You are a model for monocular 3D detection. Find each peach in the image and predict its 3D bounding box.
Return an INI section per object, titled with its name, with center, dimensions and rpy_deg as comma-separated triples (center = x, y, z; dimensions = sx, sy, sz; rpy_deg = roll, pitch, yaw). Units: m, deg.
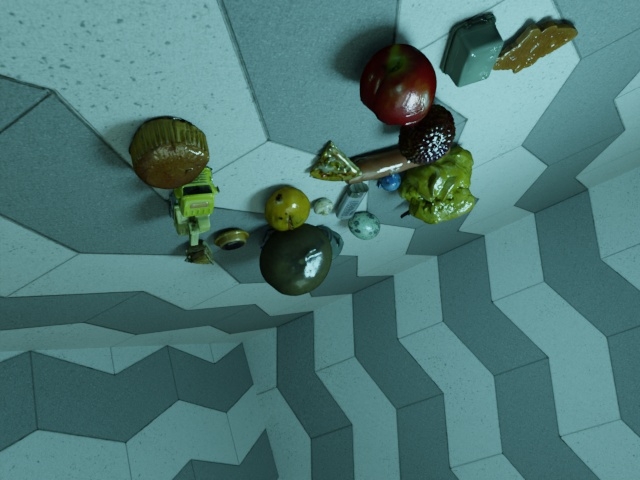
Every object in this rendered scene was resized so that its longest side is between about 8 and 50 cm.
[peach]
center = 0.200, -0.383, 1.065
dimensions = 0.190, 0.196, 0.226
rpy_deg = 9, 165, 18

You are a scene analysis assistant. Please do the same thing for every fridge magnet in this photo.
[fridge magnet]
center = -0.362, -0.002, 1.689
dimensions = 0.143, 0.063, 0.143
rpy_deg = -17, 163, -5

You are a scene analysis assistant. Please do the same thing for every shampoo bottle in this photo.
[shampoo bottle]
center = 0.130, -0.164, 1.753
dimensions = 0.086, 0.056, 0.227
rpy_deg = -11, 158, -18

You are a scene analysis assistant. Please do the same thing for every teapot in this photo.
[teapot]
center = 0.000, 0.000, 1.947
dimensions = 0.239, 0.162, 0.149
rpy_deg = 4, 160, 23

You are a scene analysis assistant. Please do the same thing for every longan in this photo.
[longan]
center = -0.102, 0.078, 1.759
dimensions = 0.319, 0.319, 0.319
rpy_deg = -18, 160, -7

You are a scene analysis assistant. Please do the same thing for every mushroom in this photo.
[mushroom]
center = 0.012, -0.135, 1.700
dimensions = 0.083, 0.067, 0.083
rpy_deg = -13, 164, -4

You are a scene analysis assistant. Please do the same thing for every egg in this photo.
[egg]
center = 0.206, -0.070, 1.965
dimensions = 0.172, 0.132, 0.132
rpy_deg = 9, 147, -33

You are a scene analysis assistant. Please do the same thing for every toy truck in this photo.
[toy truck]
center = -0.392, -0.097, 1.273
dimensions = 0.124, 0.157, 0.272
rpy_deg = -10, 158, -26

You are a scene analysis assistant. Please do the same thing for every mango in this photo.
[mango]
center = -0.122, -0.104, 1.571
dimensions = 0.177, 0.120, 0.295
rpy_deg = -19, 160, -5

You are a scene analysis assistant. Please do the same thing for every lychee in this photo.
[lychee]
center = 0.345, -0.340, 1.316
dimensions = 0.188, 0.188, 0.188
rpy_deg = -18, 160, -7

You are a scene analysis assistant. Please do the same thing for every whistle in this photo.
[whistle]
center = 0.280, -0.234, 1.677
dimensions = 0.090, 0.090, 0.158
rpy_deg = -18, 160, -7

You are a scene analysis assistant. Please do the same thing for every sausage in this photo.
[sausage]
center = 0.277, -0.293, 1.504
dimensions = 0.419, 0.094, 0.094
rpy_deg = -16, 121, -8

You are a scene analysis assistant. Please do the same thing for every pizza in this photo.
[pizza]
center = 0.056, -0.259, 1.390
dimensions = 0.184, 0.036, 0.176
rpy_deg = 6, 148, 1

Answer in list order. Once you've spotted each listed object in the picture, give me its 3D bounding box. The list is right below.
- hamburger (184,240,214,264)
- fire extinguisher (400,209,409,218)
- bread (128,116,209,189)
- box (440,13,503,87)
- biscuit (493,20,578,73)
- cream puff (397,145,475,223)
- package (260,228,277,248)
[hamburger]
center = -0.499, 0.051, 1.679
dimensions = 0.102, 0.087, 0.176
rpy_deg = -6, 167, -4
[fire extinguisher]
center = 0.560, -0.182, 2.050
dimensions = 0.341, 0.105, 0.141
rpy_deg = -18, 159, -15
[bread]
center = -0.383, -0.214, 1.057
dimensions = 0.199, 0.104, 0.199
rpy_deg = -16, 159, -6
[box]
center = 0.408, -0.496, 1.103
dimensions = 0.124, 0.093, 0.172
rpy_deg = -19, 160, -2
[biscuit]
center = 0.620, -0.568, 1.201
dimensions = 0.280, 0.043, 0.183
rpy_deg = -24, 164, -3
[cream puff]
center = 0.487, -0.216, 1.666
dimensions = 0.323, 0.270, 0.274
rpy_deg = -28, 154, 16
[package]
center = -0.180, -0.014, 1.887
dimensions = 0.171, 0.027, 0.173
rpy_deg = -10, 153, -27
